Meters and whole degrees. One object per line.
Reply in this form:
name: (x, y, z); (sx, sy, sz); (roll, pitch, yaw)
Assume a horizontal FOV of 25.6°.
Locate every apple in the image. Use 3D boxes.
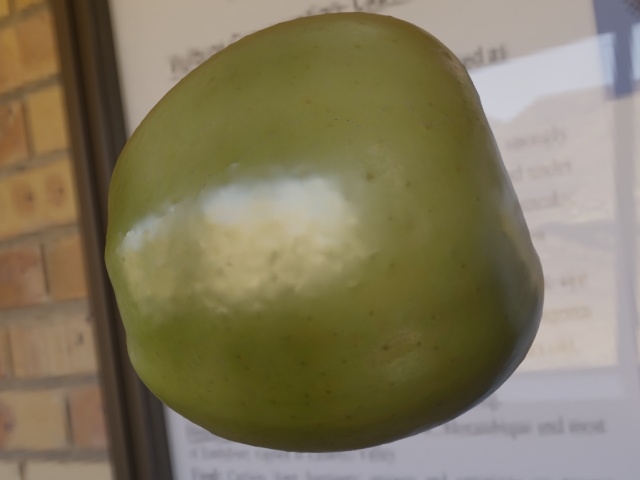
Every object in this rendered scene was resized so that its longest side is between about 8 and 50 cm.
apple: (0.000, 0.000, 1.128); (0.357, 0.357, 0.357); (-8, -2, 0)
